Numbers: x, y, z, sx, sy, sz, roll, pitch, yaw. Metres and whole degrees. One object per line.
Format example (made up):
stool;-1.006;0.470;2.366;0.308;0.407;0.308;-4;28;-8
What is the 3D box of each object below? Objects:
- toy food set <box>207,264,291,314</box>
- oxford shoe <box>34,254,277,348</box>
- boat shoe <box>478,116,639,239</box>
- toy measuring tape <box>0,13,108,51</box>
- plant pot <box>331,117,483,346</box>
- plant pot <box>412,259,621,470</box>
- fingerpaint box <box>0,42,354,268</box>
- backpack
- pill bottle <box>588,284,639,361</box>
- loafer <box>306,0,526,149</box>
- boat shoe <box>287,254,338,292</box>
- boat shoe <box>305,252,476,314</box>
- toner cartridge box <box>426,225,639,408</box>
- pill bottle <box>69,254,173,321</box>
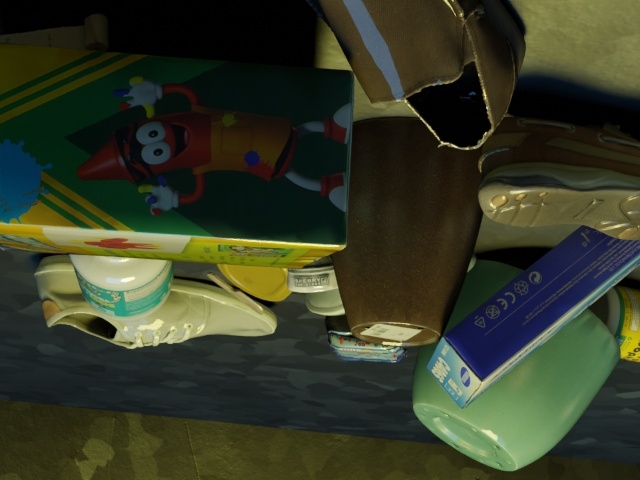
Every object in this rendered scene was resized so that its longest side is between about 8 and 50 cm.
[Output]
toy food set;-0.092;0.030;1.634;0.128;0.071;0.218;34;152;-7
oxford shoe;-0.292;0.134;1.868;0.449;0.130;0.169;13;157;-25
boat shoe;0.320;-0.078;1.157;0.324;0.117;0.123;7;153;-25
toy measuring tape;-0.374;-0.206;0.994;0.329;0.122;0.121;-6;160;-3
plant pot;0.096;0.003;1.259;0.215;0.231;0.215;5;161;2
plant pot;0.277;0.210;1.623;0.293;0.235;0.293;31;161;12
fingerpaint box;-0.177;-0.069;1.063;0.370;0.163;0.445;3;176;-5
backpack;0.091;0.156;1.854;0.158;0.117;0.173;3;163;7
pill bottle;0.525;0.140;1.700;0.208;0.118;0.117;12;159;-19
loafer;0.078;-0.185;0.889;0.133;0.130;0.366;-10;155;36
boat shoe;0.000;0.000;1.442;0.108;0.102;0.301;-3;-174;8
boat shoe;0.098;0.054;1.570;0.099;0.116;0.319;23;149;-32
toner cartridge box;0.293;0.061;1.288;0.347;0.075;0.165;-36;164;-13
pill bottle;-0.287;0.018;1.514;0.146;0.146;0.264;7;159;-5
